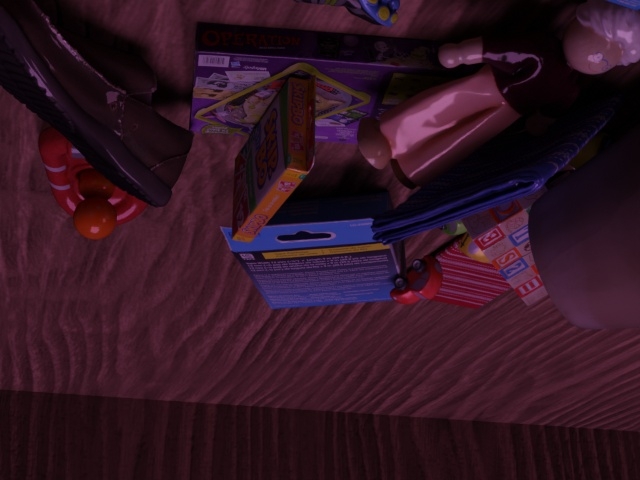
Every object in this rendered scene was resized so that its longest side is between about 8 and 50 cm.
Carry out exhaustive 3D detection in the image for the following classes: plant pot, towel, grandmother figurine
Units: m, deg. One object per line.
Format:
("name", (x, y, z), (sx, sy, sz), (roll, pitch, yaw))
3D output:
("plant pot", (0.438, -0.015, 1.376), (0.280, 0.323, 0.323), (-23, 149, 33))
("towel", (0.278, 0.059, 1.979), (0.199, 0.031, 0.275), (11, 153, -22))
("towel", (0.226, -0.099, 1.330), (0.243, 0.040, 0.336), (-20, -169, 37))
("grandmother figurine", (0.219, -0.172, 1.223), (0.342, 0.104, 0.208), (-29, 153, 29))

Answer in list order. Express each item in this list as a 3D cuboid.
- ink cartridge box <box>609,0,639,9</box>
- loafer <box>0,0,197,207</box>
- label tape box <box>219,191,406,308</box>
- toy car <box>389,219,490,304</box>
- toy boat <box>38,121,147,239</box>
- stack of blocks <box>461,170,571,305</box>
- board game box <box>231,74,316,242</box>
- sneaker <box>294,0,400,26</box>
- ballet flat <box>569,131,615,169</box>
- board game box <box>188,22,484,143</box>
("ink cartridge box", (0.330, -0.306, 1.033), (0.104, 0.060, 0.180), (11, 155, -26))
("loafer", (-0.277, -0.186, 1.277), (0.134, 0.130, 0.366), (25, 164, 35))
("label tape box", (0.000, 0.000, 1.723), (0.249, 0.115, 0.347), (-5, 155, 10))
("toy car", (0.219, -0.003, 1.696), (0.239, 0.053, 0.225), (-30, 146, -19))
("toy boat", (-0.311, -0.072, 1.480), (0.151, 0.151, 0.231), (2, 158, -5))
("stack of blocks", (0.332, -0.022, 1.623), (0.171, 0.087, 0.297), (-33, 148, 12))
("board game box", (-0.061, -0.100, 1.336), (0.039, 0.124, 0.259), (10, 156, -21))
("sneaker", (0.012, -0.278, 1.114), (0.188, 0.067, 0.078), (15, 174, -38))
("ballet flat", (0.413, -0.097, 1.556), (0.077, 0.077, 0.231), (11, 164, 34))
("board game box", (0.011, -0.189, 1.341), (0.347, 0.056, 0.208), (3, 154, -9))
